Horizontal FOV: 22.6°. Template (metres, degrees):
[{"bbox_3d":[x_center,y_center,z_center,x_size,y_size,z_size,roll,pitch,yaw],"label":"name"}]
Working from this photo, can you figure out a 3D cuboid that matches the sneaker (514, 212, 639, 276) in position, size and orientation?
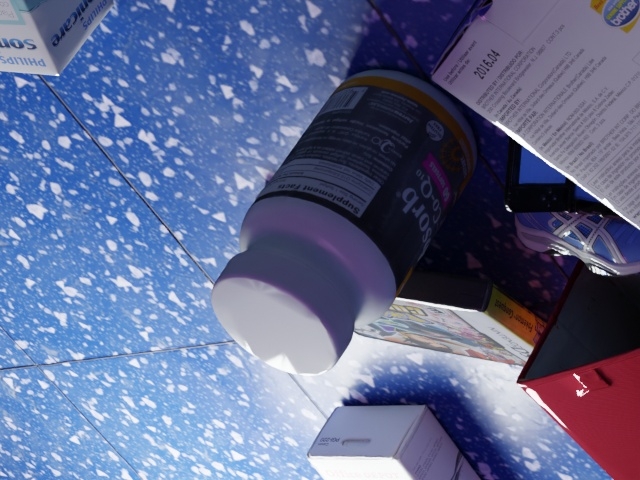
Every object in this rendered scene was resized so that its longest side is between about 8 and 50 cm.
[{"bbox_3d":[0.250,-0.024,1.461,0.211,0.080,0.081,10,133,47],"label":"sneaker"}]

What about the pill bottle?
[{"bbox_3d":[0.023,-0.018,1.497,0.162,0.278,0.162,22,145,17],"label":"pill bottle"}]

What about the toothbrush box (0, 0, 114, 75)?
[{"bbox_3d":[-0.365,-0.318,1.580,0.216,0.126,0.295,8,139,27],"label":"toothbrush box"}]

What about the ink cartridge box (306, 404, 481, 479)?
[{"bbox_3d":[0.109,0.307,1.991,0.158,0.092,0.218,-7,131,44],"label":"ink cartridge box"}]

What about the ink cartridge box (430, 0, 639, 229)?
[{"bbox_3d":[0.269,-0.161,1.232,0.395,0.151,0.270,34,145,-3],"label":"ink cartridge box"}]

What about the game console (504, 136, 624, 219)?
[{"bbox_3d":[0.225,-0.080,1.392,0.071,0.107,0.122,19,108,58],"label":"game console"}]

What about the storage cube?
[{"bbox_3d":[0.336,0.111,1.482,0.193,0.184,0.215,44,144,-16],"label":"storage cube"}]

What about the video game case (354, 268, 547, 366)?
[{"bbox_3d":[0.102,0.075,1.666,0.275,0.035,0.248,8,166,33],"label":"video game case"}]

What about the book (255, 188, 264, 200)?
[{"bbox_3d":[0.000,0.000,1.758,0.144,0.035,0.096,16,139,24],"label":"book"}]
